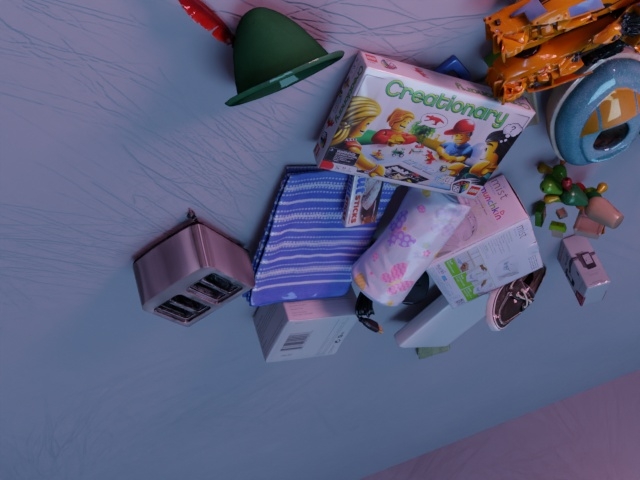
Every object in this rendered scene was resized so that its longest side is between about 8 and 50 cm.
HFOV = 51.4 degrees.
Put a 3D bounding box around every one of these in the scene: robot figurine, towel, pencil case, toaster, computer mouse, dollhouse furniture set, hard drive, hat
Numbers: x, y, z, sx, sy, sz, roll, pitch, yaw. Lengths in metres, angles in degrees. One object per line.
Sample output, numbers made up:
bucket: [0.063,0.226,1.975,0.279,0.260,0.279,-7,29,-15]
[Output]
robot figurine: [0.384,-0.305,0.957,0.291,0.085,0.211,-19,152,6]
towel: [0.332,0.305,1.957,0.110,0.027,0.148,-18,147,-2]
pencil case: [0.170,-0.001,1.282,0.124,0.113,0.273,27,112,-11]
towel: [0.000,0.000,1.271,0.243,0.040,0.336,-2,134,-28]
toaster: [-0.232,0.060,1.211,0.168,0.110,0.186,-32,146,16]
computer mouse: [0.173,0.123,1.466,0.060,0.184,0.262,7,166,37]
dollhouse furniture set: [0.553,-0.041,1.468,0.152,0.076,0.058,15,156,26]
hard drive: [0.382,0.161,1.721,0.233,0.047,0.353,8,134,-46]
hat: [-0.084,-0.288,0.859,0.173,0.183,0.208,-22,-170,15]

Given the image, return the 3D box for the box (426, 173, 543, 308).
box: [0.340,0.014,1.438,0.231,0.126,0.262,-28,147,11]

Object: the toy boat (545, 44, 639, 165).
toy boat: [0.552,-0.249,1.148,0.318,0.148,0.267,-26,147,9]

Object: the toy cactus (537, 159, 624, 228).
toy cactus: [0.541,-0.093,1.359,0.219,0.180,0.112,15,113,-49]

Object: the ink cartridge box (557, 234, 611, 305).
ink cartridge box: [0.663,0.073,1.683,0.063,0.150,0.109,-17,147,2]

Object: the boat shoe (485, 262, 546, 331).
boat shoe: [0.450,0.122,1.524,0.070,0.219,0.077,-12,120,51]

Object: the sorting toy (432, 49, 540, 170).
sorting toy: [0.290,-0.203,1.166,0.196,0.047,0.347,-27,147,10]

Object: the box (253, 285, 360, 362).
box: [-0.032,0.168,1.470,0.182,0.119,0.181,-3,143,-27]

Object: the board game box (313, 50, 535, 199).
board game box: [0.164,-0.175,1.071,0.305,0.053,0.193,9,133,-22]

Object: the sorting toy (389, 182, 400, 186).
sorting toy: [0.161,-0.145,1.192,0.075,0.045,0.083,-13,145,-28]

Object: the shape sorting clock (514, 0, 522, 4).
shape sorting clock: [0.378,-0.368,0.978,0.206,0.040,0.206,-14,147,-9]

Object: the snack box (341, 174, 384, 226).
snack box: [0.081,-0.104,1.175,0.064,0.022,0.178,-10,130,-23]
